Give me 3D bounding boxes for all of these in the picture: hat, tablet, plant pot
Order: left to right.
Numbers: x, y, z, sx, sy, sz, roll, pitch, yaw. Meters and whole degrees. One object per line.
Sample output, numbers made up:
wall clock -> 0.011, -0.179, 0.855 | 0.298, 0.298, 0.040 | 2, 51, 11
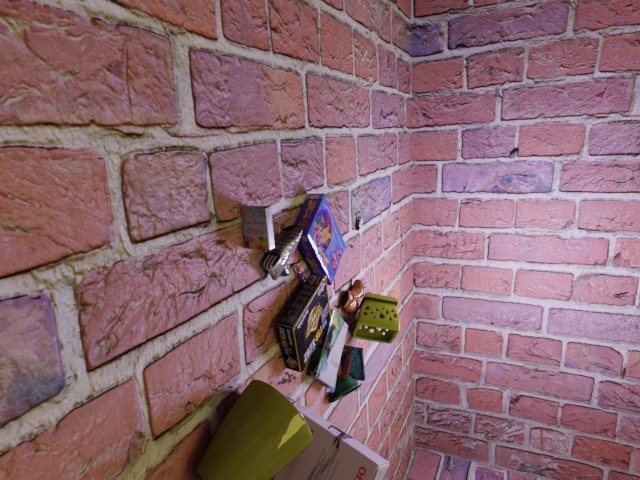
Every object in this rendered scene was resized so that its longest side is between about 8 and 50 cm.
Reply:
plant pot -> -0.222, 0.631, 1.279 | 0.293, 0.275, 0.274 | -39, 129, -37
tablet -> 0.050, 0.699, 2.063 | 0.054, 0.006, 0.083 | 13, 79, -23
hat -> 0.099, 0.693, 2.153 | 0.208, 0.183, 0.173 | -24, 156, -18
plant pot -> 0.308, 0.419, 2.309 | 0.228, 0.227, 0.207 | 99, 2, -59

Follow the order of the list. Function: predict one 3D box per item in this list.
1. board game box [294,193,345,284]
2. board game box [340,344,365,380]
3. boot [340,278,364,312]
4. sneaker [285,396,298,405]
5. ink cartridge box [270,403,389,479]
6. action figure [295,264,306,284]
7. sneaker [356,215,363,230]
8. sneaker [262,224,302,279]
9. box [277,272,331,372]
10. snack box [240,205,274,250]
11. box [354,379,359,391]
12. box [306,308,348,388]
board game box -> 0.000, 0.000, 1.835 | 0.347, 0.078, 0.233 | 65, 37, -44
board game box -> 0.166, 0.637, 2.196 | 0.026, 0.126, 0.186 | -38, 125, -58
boot -> 0.167, 0.281, 2.227 | 0.152, 0.073, 0.197 | 40, 54, -54
sneaker -> -0.152, 0.666, 1.623 | 0.188, 0.067, 0.078 | -22, 129, -62
ink cartridge box -> 0.000, 0.811, 1.489 | 0.285, 0.395, 0.166 | -62, 149, -10
action figure -> -0.084, 0.136, 1.731 | 0.115, 0.030, 0.038 | 74, 26, -47
sneaker -> 0.214, -0.092, 2.325 | 0.037, 0.032, 0.083 | -18, 108, -63
sneaker -> -0.132, 0.054, 1.579 | 0.228, 0.086, 0.132 | -54, 145, -34
box -> -0.057, 0.331, 1.728 | 0.322, 0.079, 0.257 | -55, 148, -49
snack box -> -0.205, -0.041, 1.376 | 0.037, 0.100, 0.141 | -28, 118, -60
box -> 0.207, 0.725, 2.362 | 0.145, 0.038, 0.186 | -20, 111, -76
box -> 0.040, 0.511, 1.999 | 0.232, 0.058, 0.322 | 55, 44, -53
